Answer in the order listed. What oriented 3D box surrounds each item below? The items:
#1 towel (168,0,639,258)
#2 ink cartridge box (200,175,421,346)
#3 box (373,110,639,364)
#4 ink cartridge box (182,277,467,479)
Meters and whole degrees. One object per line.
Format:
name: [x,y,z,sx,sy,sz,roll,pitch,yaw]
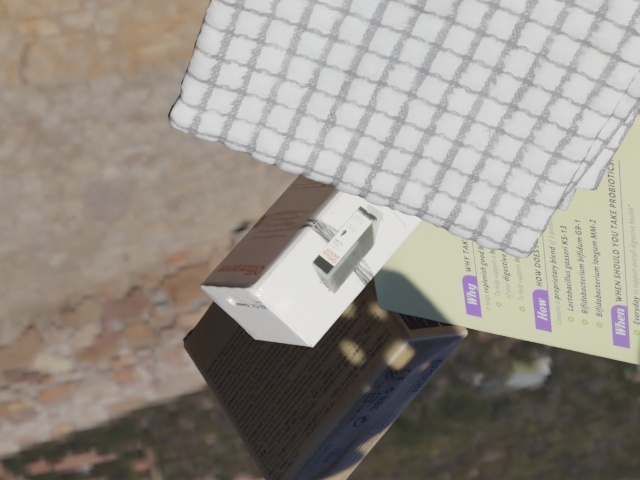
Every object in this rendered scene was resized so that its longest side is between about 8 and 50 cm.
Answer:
towel: [0.073,-0.149,0.851,0.235,0.121,0.283,20,129,-5]
ink cartridge box: [0.000,0.000,1.029,0.056,0.135,0.099,47,163,-17]
box: [0.158,-0.044,1.148,0.243,0.117,0.213,11,131,27]
ink cartridge box: [-0.001,0.089,1.480,0.088,0.193,0.234,-3,140,-44]
